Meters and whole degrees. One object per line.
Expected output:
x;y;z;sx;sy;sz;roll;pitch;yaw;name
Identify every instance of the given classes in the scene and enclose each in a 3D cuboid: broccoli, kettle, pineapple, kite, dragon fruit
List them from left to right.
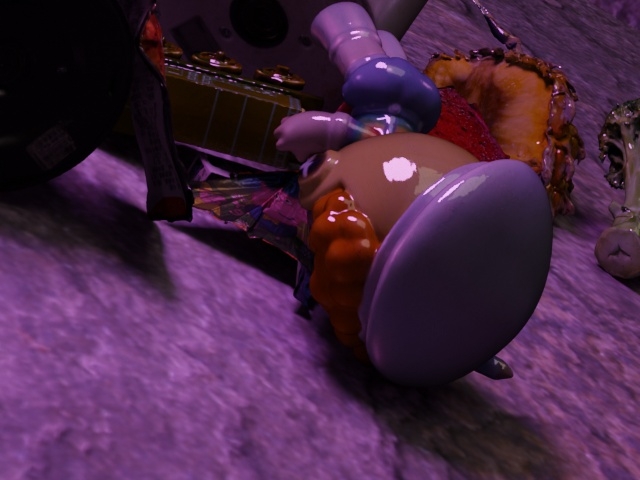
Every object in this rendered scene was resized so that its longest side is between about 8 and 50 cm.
-0.318;-0.207;1.593;0.262;0.203;0.308;20;19;-34;kettle
-0.027;-0.292;2.079;0.250;0.361;0.376;54;40;-15;kettle
0.000;0.000;1.773;0.321;0.016;0.234;31;28;-15;kite
0.089;-0.075;1.977;0.262;0.189;0.163;-18;91;-61;dragon fruit
0.256;-0.152;2.392;0.161;0.158;0.334;18;22;-35;pineapple
0.421;-0.049;2.336;0.269;0.254;0.269;5;40;-4;broccoli

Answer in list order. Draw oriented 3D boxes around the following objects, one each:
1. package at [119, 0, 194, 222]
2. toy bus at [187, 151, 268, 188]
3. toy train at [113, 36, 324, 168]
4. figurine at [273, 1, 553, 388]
-0.142;-0.128;1.605;0.040;0.232;0.166;-16;5;-14;package
-0.065;-0.047;1.819;0.131;0.037;0.052;16;28;-37;toy bus
-0.104;-0.126;1.819;0.225;0.090;0.137;13;14;-6;toy train
0.069;-0.067;1.682;0.224;0.205;0.381;27;36;-55;figurine
